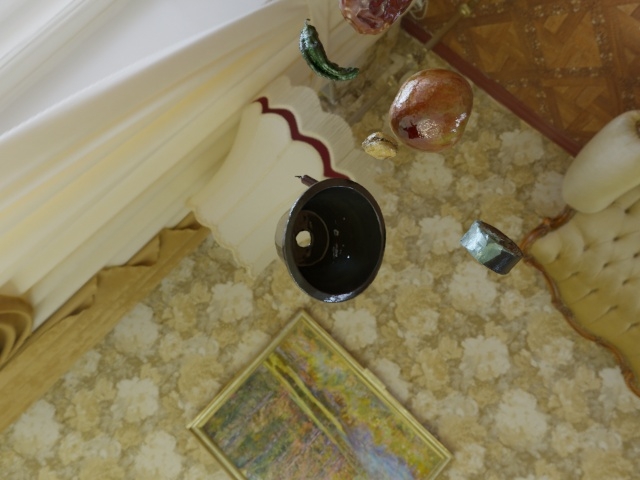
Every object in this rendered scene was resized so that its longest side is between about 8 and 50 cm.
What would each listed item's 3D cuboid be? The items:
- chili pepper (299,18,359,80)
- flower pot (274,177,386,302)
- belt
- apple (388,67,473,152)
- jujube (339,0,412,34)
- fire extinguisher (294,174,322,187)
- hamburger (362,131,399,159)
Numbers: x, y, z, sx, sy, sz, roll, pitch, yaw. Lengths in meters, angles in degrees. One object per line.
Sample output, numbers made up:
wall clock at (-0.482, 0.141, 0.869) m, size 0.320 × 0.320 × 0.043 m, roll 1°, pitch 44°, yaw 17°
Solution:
chili pepper at (-0.002, -0.597, 1.360) m, size 0.278 × 0.122 × 0.065 m, roll 57°, pitch 150°, yaw 12°
flower pot at (0.000, 0.000, 0.987) m, size 0.269 × 0.269 × 0.166 m, roll 47°, pitch 156°, yaw -24°
belt at (0.443, 0.014, 1.132) m, size 0.151 × 0.078 × 0.198 m, roll 46°, pitch -154°, yaw 23°
apple at (0.249, -0.285, 0.990) m, size 0.173 × 0.160 × 0.195 m, roll 31°, pitch 153°, yaw 17°
jujube at (0.153, -0.632, 1.068) m, size 0.174 × 0.250 × 0.174 m, roll 41°, pitch -171°, yaw -8°
fire extinguisher at (-0.027, -0.206, 1.572) m, size 0.132 × 0.039 × 0.056 m, roll 31°, pitch -152°, yaw 21°
hamburger at (0.271, -0.423, 1.964) m, size 0.147 × 0.083 × 0.138 m, roll 22°, pitch 160°, yaw -27°
